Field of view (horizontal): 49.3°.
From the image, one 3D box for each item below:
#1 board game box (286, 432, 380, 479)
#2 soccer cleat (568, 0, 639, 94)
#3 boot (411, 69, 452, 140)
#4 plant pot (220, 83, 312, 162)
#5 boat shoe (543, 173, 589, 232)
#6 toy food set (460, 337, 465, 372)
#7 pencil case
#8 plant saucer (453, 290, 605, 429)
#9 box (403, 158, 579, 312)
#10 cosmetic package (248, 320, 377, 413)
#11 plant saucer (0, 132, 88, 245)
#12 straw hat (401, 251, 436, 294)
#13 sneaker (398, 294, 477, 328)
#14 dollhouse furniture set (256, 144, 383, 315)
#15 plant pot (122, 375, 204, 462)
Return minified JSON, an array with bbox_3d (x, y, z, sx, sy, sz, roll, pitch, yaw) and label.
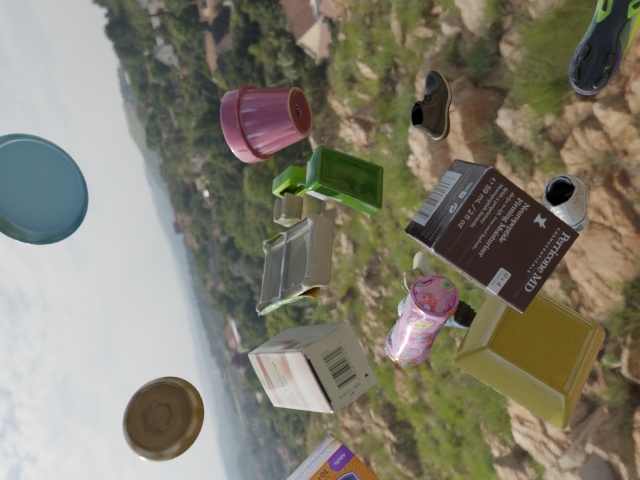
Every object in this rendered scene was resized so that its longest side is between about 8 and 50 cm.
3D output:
[{"bbox_3d":[0.052,0.871,2.179,0.356,0.356,0.356,45,168,4],"label":"board game box"},{"bbox_3d":[0.532,-0.400,1.244,0.289,0.093,0.121,-67,-12,22],"label":"soccer cleat"},{"bbox_3d":[0.289,-0.378,1.864,0.077,0.137,0.197,-17,73,37],"label":"boot"},{"bbox_3d":[-0.128,-0.312,1.794,0.201,0.180,0.201,27,-121,-59],"label":"plant pot"},{"bbox_3d":[0.545,-0.104,1.572,0.088,0.096,0.267,60,-151,-18],"label":"boat shoe"},{"bbox_3d":[0.545,0.341,2.128,0.111,0.232,0.104,12,-108,-74],"label":"toy food set"},{"bbox_3d":[0.236,0.195,1.663,0.284,0.124,0.124,105,149,-55],"label":"pencil case"},{"bbox_3d":[0.567,0.266,1.826,0.333,0.333,0.081,32,151,8],"label":"plant saucer"},{"bbox_3d":[0.286,-0.014,1.198,0.203,0.168,0.167,34,-177,-14],"label":"box"},{"bbox_3d":[-0.026,0.277,1.526,0.153,0.129,0.296,62,152,-3],"label":"cosmetic package"},{"bbox_3d":[-0.776,-0.139,1.877,0.043,0.318,0.317,-84,-15,-66],"label":"plant saucer"},{"bbox_3d":[0.235,0.104,1.740,0.144,0.061,0.144,170,90,-73],"label":"straw hat"},{"bbox_3d":[0.338,0.208,1.996,0.086,0.237,0.085,112,170,-59],"label":"sneaker"},{"bbox_3d":[0.000,0.000,1.349,0.197,0.151,0.301,-31,47,51],"label":"dollhouse furniture set"},{"bbox_3d":[-0.434,0.481,1.899,0.032,0.236,0.236,71,177,-61],"label":"plant pot"}]
